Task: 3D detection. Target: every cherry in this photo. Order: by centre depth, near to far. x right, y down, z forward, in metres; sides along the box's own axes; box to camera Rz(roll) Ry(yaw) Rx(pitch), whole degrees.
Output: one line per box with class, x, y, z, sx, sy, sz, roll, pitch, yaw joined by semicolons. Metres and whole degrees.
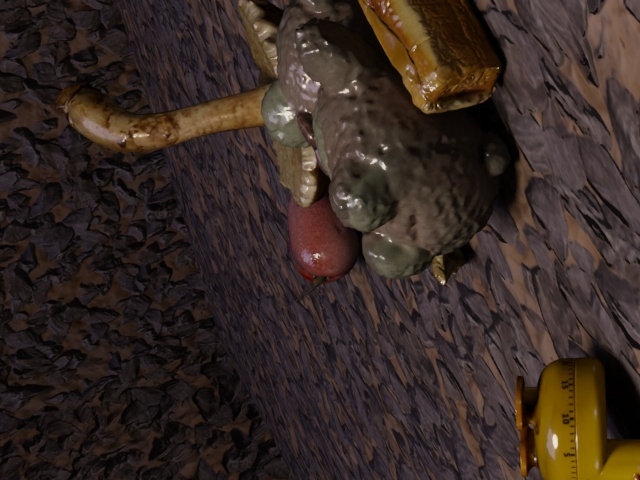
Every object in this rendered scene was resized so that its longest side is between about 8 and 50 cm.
cherry;0.005;-0.001;1.721;0.106;0.087;0.126;-125;33;-73

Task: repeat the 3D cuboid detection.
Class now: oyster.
oyster;0.104;-0.019;1.350;0.146;0.045;0.121;65;-177;15

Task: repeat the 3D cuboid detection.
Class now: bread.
bread;0.082;-0.159;1.067;0.132;0.074;0.053;62;157;20

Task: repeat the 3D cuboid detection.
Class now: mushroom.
mushroom;-0.102;-0.117;1.533;0.208;0.302;0.233;30;-143;-48

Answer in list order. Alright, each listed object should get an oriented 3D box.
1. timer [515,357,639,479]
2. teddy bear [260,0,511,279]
timer;0.206;0.142;1.077;0.107;0.109;0.107;-2;-90;-79
teddy bear;0.041;-0.102;1.167;0.267;0.151;0.236;54;177;35
